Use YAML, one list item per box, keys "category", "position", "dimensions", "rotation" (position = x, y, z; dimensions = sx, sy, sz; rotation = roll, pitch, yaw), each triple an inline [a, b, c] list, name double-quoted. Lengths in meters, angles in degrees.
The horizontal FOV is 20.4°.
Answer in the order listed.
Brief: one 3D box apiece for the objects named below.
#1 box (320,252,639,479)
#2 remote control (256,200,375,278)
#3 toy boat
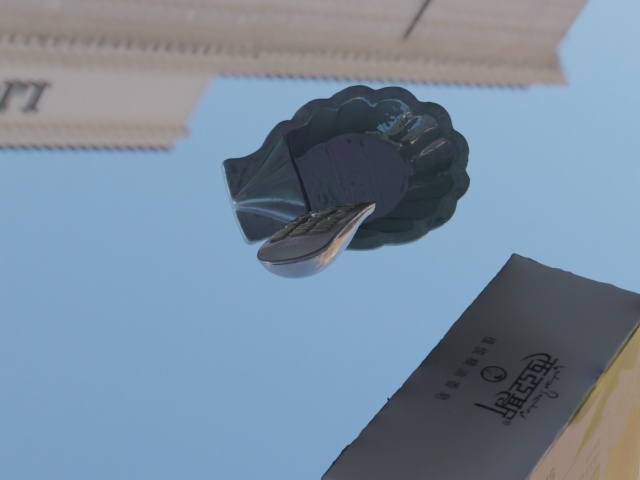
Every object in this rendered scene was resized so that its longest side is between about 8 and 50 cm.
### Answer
- category: "box"
  position: [0.106, 0.160, 1.090]
  dimensions: [0.111, 0.194, 0.260]
  rotation: [16, -142, 24]
- category: "remote control"
  position: [0.000, 0.000, 1.638]
  dimensions: [0.229, 0.073, 0.044]
  rotation: [-40, -64, -73]
- category: "toy boat"
  position: [0.028, -0.068, 2.059]
  dimensions: [0.290, 0.100, 0.199]
  rotation: [-12, -108, -19]
